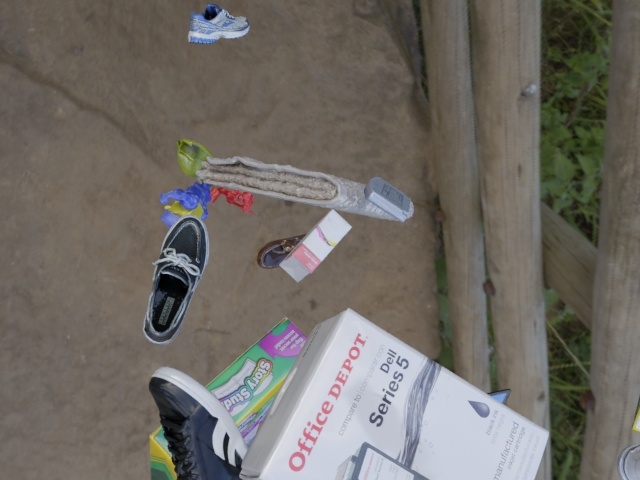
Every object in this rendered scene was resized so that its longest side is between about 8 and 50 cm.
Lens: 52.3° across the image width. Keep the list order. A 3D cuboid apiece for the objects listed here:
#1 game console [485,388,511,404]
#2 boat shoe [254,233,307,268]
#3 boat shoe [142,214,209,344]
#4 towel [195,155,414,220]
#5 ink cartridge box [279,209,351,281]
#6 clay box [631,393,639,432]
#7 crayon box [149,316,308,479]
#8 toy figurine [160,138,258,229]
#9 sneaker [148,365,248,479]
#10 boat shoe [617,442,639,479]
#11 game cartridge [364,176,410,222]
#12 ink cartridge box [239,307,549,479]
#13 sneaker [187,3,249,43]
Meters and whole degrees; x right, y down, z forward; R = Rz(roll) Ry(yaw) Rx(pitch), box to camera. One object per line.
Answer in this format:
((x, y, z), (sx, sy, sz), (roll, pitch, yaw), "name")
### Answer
((0.341, 0.367, 1.314), (0.122, 0.107, 0.071), (-1, 153, -33), "game console")
((-0.079, 0.026, 1.750), (0.207, 0.073, 0.073), (-23, 107, -39), "boat shoe")
((-0.316, 0.071, 1.425), (0.113, 0.306, 0.105), (21, 155, -7), "boat shoe")
((-0.026, -0.077, 0.921), (0.187, 0.282, 0.049), (6, 96, -51), "towel")
((0.000, 0.000, 1.566), (0.067, 0.115, 0.198), (43, 66, -4), "ink cartridge box")
((0.318, 0.098, 0.380), (0.222, 0.053, 0.128), (19, 125, 25), "clay box")
((-0.186, 0.368, 1.367), (0.363, 0.106, 0.313), (-40, 161, -33), "crayon box")
((-0.301, -0.074, 1.600), (0.191, 0.362, 0.217), (32, 78, 6), "toy figurine")
((-0.140, 0.251, 0.710), (0.121, 0.079, 0.217), (-50, 119, -37), "sneaker")
((0.471, 0.262, 0.762), (0.226, 0.076, 0.083), (-12, 76, -2), "boat shoe")
((0.076, -0.049, 0.747), (0.056, 0.083, 0.017), (37, 109, -2), "game cartridge")
((0.080, 0.232, 0.711), (0.272, 0.115, 0.198), (32, 66, -6), "ink cartridge box")
((-0.169, -0.374, 1.111), (0.135, 0.052, 0.058), (-35, 134, -47), "sneaker")
